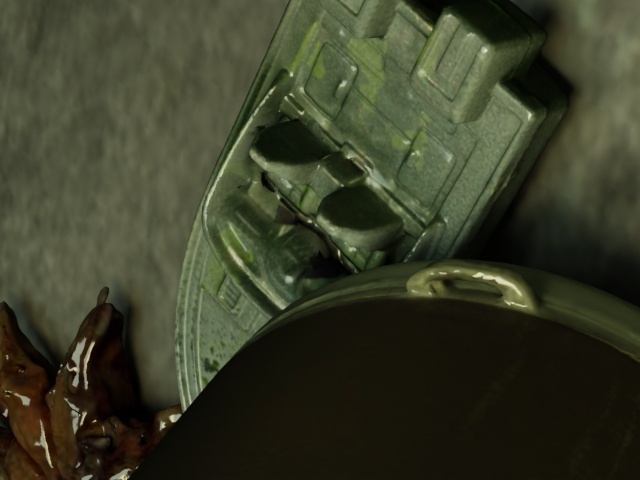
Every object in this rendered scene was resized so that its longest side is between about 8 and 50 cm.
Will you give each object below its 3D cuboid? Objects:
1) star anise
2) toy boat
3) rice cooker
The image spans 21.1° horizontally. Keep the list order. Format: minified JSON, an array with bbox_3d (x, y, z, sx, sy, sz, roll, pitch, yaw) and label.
[{"bbox_3d":[-0.151,0.160,1.014,0.272,0.102,0.272,13,110,41],"label":"star anise"},{"bbox_3d":[0.000,0.000,0.842,0.141,0.092,0.319,44,128,23],"label":"toy boat"},{"bbox_3d":[0.044,0.196,0.706,0.335,0.325,0.335,12,122,19],"label":"rice cooker"}]
